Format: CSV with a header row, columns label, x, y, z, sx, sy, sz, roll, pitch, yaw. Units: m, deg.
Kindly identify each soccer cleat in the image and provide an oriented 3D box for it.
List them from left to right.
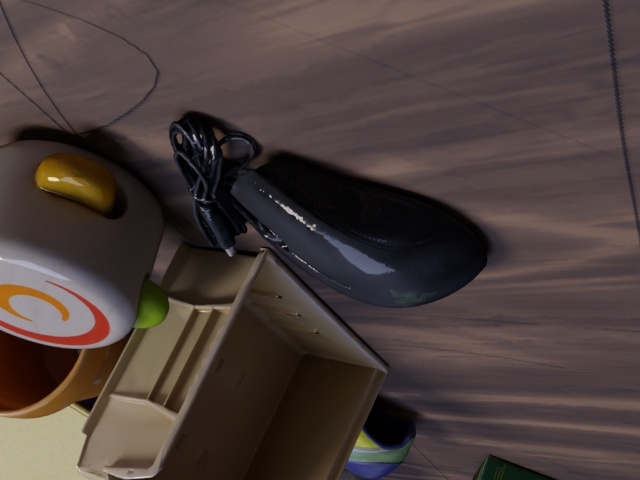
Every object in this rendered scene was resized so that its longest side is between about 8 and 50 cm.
label,x,y,z,sx,sy,sz,roll,pitch,yaw
soccer cleat,-0.014,0.190,1.415,0.289,0.093,0.121,32,126,-11

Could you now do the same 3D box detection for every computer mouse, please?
label,x,y,z,sx,sy,sz,roll,pitch,yaw
computer mouse,0.000,0.000,0.963,0.272,0.072,0.188,17,156,14

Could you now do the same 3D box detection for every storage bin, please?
label,x,y,z,sx,sy,sz,roll,pitch,yaw
storage bin,-0.085,0.178,1.200,0.123,0.260,0.262,9,154,38

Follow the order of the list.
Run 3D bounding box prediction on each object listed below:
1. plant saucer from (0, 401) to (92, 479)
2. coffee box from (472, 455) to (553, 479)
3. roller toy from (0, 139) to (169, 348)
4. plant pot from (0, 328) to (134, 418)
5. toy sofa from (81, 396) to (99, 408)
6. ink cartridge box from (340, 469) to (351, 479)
label,x,y,z,sx,sy,sz,roll,pitch,yaw
plant saucer,-0.385,0.324,1.560,0.333,0.332,0.081,34,-159,-4
coffee box,0.286,0.337,1.489,0.184,0.040,0.113,19,157,8
roller toy,-0.252,0.000,1.099,0.191,0.146,0.209,-1,147,23
plant pot,-0.319,0.116,1.383,0.205,0.205,0.188,13,171,21
toy sofa,-0.317,0.382,1.732,0.150,0.362,0.177,15,161,20
ink cartridge box,-0.050,0.449,1.934,0.223,0.129,0.307,16,157,15
